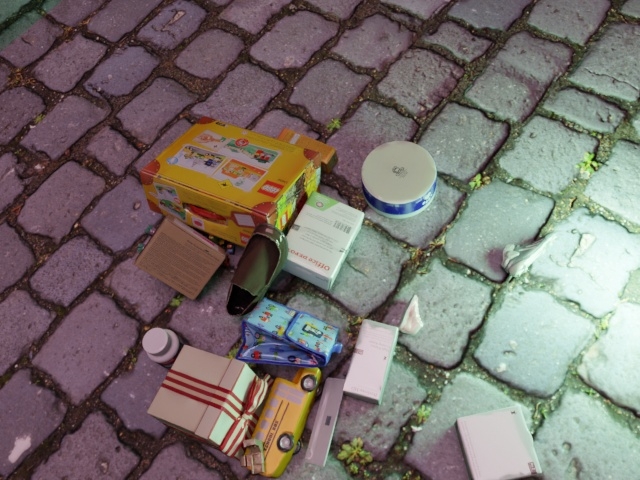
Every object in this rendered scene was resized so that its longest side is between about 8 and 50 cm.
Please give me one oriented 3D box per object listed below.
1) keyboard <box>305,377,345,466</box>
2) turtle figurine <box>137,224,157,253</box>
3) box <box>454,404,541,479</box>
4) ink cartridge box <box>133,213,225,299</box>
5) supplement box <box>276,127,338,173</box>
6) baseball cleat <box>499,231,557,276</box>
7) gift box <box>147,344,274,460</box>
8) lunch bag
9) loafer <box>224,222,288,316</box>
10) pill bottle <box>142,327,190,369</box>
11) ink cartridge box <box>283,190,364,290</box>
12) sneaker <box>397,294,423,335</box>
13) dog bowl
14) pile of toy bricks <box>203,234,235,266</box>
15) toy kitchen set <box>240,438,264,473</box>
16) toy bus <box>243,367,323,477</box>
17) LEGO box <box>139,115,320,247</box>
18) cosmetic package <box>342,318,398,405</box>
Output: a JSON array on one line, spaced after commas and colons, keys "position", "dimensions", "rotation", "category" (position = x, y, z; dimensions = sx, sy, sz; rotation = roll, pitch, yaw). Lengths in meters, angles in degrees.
[{"position": [0.016, 0.539, 1.647], "dimensions": [0.072, 0.014, 0.256], "rotation": [1, 63, 33], "category": "keyboard"}, {"position": [-0.531, 0.003, 1.953], "dimensions": [0.234, 0.118, 0.175], "rotation": [0, 43, 27], "category": "turtle figurine"}, {"position": [0.482, 0.567, 1.513], "dimensions": [0.181, 0.119, 0.181], "rotation": [-12, 62, 3], "category": "box"}, {"position": [-0.465, 0.055, 1.833], "dimensions": [0.234, 0.088, 0.193], "rotation": [36, 98, -18], "category": "ink cartridge box"}, {"position": [-0.052, -0.338, 2.064], "dimensions": [0.233, 0.078, 0.080], "rotation": [24, 70, 20], "category": "supplement box"}, {"position": [0.665, 0.025, 1.776], "dimensions": [0.206, 0.072, 0.109], "rotation": [-40, 58, -15], "category": "baseball cleat"}, {"position": [-0.293, 0.475, 1.615], "dimensions": [0.258, 0.276, 0.255], "rotation": [11, 64, 27], "category": "gift box"}, {"position": [-0.080, 0.302, 1.678], "dimensions": [0.293, 0.221, 0.138], "rotation": [13, 103, 7], "category": "lunch bag"}, {"position": [-0.205, 0.112, 1.723], "dimensions": [0.133, 0.366, 0.130], "rotation": [26, 32, 6], "category": "loafer"}, {"position": [-0.489, 0.343, 1.744], "dimensions": [0.107, 0.180, 0.108], "rotation": [-4, 64, 8], "category": "pill bottle"}, {"position": [0.000, 0.000, 1.837], "dimensions": [0.198, 0.115, 0.273], "rotation": [25, 63, 8], "category": "ink cartridge box"}, {"position": [0.298, 0.242, 1.744], "dimensions": [0.070, 0.051, 0.134], "rotation": [28, 60, 1], "category": "sneaker"}, {"position": [0.276, -0.216, 1.937], "dimensions": [0.264, 0.104, 0.265], "rotation": [-4, 64, 7], "category": "dog bowl"}, {"position": [-0.369, -0.010, 1.939], "dimensions": [0.118, 0.105, 0.212], "rotation": [-1, 64, 8], "category": "pile of toy bricks"}, {"position": [-0.198, 0.598, 1.513], "dimensions": [0.068, 0.075, 0.083], "rotation": [-12, 63, 6], "category": "toy kitchen set"}, {"position": [-0.104, 0.528, 1.634], "dimensions": [0.130, 0.108, 0.333], "rotation": [16, 68, 18], "category": "toy bus"}, {"position": [-0.297, -0.203, 1.914], "dimensions": [0.499, 0.193, 0.372], "rotation": [21, 49, 18], "category": "LEGO box"}, {"position": [0.156, 0.370, 1.682], "dimensions": [0.117, 0.085, 0.231], "rotation": [11, 65, 15], "category": "cosmetic package"}]
